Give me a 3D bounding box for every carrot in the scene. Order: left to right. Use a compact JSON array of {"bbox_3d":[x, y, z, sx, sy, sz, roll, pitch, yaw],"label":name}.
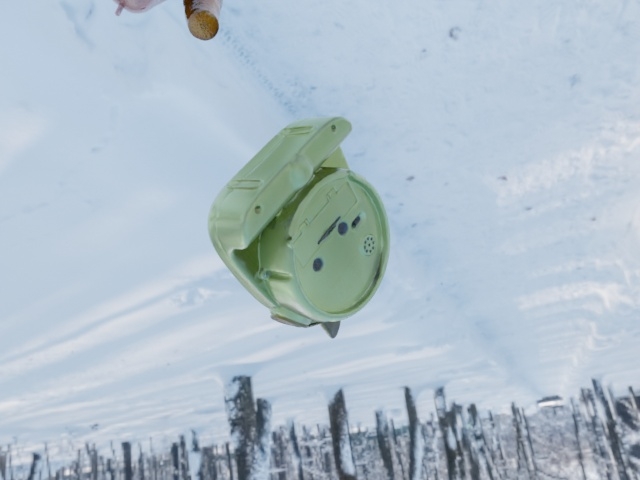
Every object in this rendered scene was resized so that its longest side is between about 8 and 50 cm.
[{"bbox_3d":[-0.248,-0.488,1.215,0.087,0.194,0.087,-1,135,-1],"label":"carrot"}]

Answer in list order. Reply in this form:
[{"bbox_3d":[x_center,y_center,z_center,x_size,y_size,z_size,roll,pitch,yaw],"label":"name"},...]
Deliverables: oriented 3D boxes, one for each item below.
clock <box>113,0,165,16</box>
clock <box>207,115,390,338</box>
[{"bbox_3d":[-0.392,-0.625,1.331,0.142,0.241,0.227,30,132,-13],"label":"clock"},{"bbox_3d":[0.000,0.000,0.949,0.117,0.286,0.348,7,138,44],"label":"clock"}]
